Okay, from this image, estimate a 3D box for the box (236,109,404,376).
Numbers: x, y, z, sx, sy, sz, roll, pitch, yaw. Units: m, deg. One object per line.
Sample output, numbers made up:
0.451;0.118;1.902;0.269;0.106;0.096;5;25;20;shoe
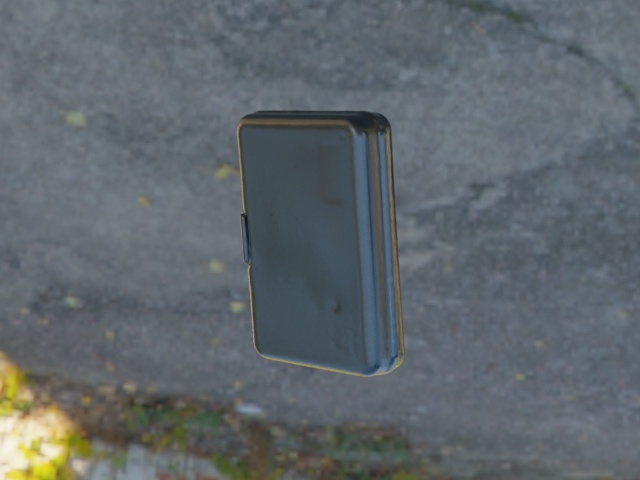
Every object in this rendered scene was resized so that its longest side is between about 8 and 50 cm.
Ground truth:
0.000;0.000;1.184;0.160;0.230;0.050;5;-166;42;box
